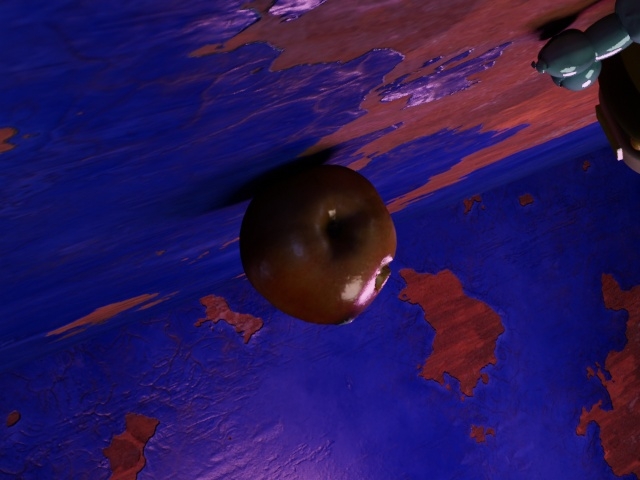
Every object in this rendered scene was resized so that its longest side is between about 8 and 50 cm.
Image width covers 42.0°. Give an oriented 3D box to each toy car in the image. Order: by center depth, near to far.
[{"bbox_3d":[0.412,-0.186,0.855,0.248,0.204,0.198,-22,154,12],"label":"toy car"}]

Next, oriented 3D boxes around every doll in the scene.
[{"bbox_3d":[0.265,-0.184,0.738,0.159,0.059,0.158,-22,176,-28],"label":"doll"}]

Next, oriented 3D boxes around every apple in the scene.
[{"bbox_3d":[0.000,0.000,0.943,0.199,0.199,0.199,-23,176,-2],"label":"apple"}]
